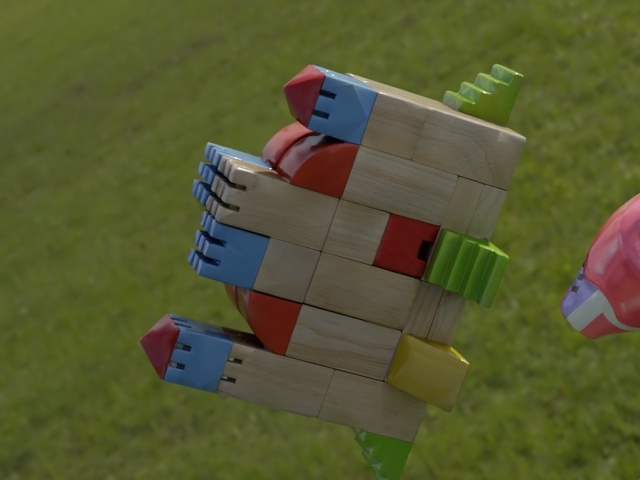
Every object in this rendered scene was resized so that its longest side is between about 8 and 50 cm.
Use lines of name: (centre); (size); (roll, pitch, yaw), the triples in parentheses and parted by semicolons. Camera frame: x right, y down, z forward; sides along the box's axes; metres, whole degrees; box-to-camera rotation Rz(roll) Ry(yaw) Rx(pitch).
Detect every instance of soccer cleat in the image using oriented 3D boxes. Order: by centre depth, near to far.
soccer cleat: (0.234, -0.013, 1.021); (0.248, 0.083, 0.095); (-24, -12, -38)

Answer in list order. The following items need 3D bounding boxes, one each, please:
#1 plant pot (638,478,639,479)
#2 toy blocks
plant pot: (0.249, 0.270, 1.089); (0.252, 0.248, 0.247); (-67, 14, -16)
toy blocks: (0.000, 0.000, 1.591); (0.191, 0.261, 0.381); (-136, 64, -67)
